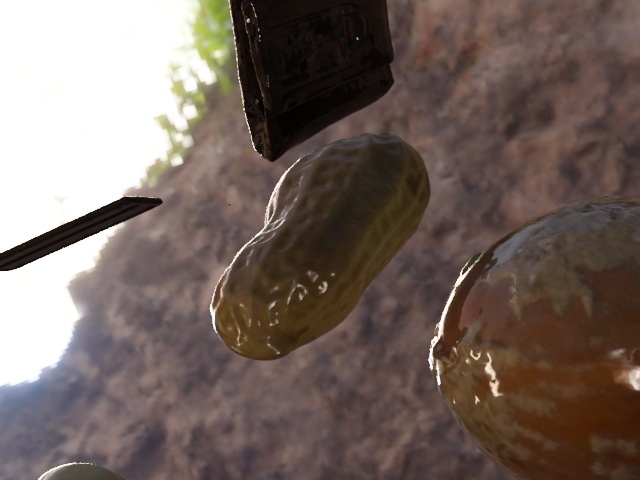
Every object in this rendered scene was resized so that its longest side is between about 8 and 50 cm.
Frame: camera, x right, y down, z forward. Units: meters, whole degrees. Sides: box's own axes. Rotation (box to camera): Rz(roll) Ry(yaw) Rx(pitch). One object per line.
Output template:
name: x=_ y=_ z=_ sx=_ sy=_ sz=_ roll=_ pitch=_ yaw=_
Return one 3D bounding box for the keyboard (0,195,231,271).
keyboard: x=-0.297 y=-0.020 z=1.883 sx=0.381 sy=0.041 sz=0.103 roll=-15 pitch=174 yaw=24

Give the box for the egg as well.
egg: x=0.175 y=0.067 z=0.852 sx=0.233 sy=0.195 sz=0.195 roll=-10 pitch=-169 yaw=-32

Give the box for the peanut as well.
peanut: x=0.000 y=0.000 z=0.913 sx=0.194 sy=0.093 sz=0.083 roll=-46 pitch=179 yaw=-29

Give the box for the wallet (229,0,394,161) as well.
wallet: x=0.000 y=-0.203 z=1.479 sx=0.049 sy=0.182 sz=0.229 roll=9 pitch=-153 yaw=37

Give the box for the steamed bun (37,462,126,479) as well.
steamed bun: x=-0.288 y=0.381 z=1.578 sx=0.155 sy=0.250 sz=0.200 roll=10 pitch=-140 yaw=13
